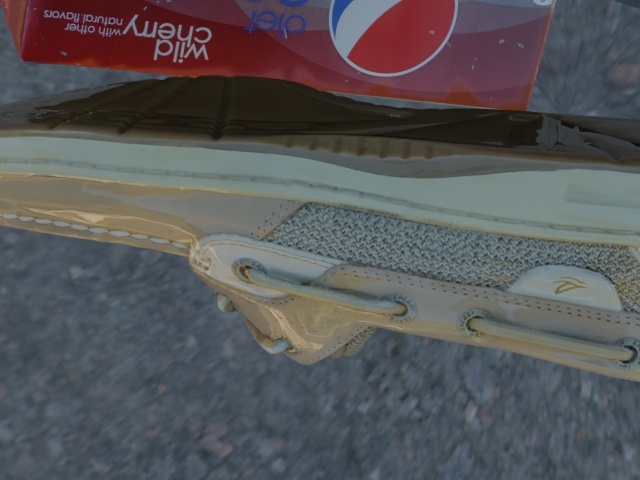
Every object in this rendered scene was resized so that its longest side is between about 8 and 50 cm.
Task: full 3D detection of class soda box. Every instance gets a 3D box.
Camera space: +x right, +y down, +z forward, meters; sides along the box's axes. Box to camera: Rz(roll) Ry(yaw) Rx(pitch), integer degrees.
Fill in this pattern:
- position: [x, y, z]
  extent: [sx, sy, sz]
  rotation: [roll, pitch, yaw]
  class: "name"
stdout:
- position: [-0.019, -0.128, 0.805]
  extent: [0.263, 0.083, 0.092]
  rotation: [5, 115, -20]
  class: "soda box"

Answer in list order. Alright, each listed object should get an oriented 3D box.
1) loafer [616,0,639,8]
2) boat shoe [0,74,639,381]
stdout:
- position: [0.176, -0.129, 0.602]
  extent: [0.251, 0.087, 0.094]
  rotation: [22, 71, 30]
  class: "loafer"
- position: [0.000, 0.000, 0.681]
  extent: [0.341, 0.121, 0.110]
  rotation: [6, 108, 14]
  class: "boat shoe"
